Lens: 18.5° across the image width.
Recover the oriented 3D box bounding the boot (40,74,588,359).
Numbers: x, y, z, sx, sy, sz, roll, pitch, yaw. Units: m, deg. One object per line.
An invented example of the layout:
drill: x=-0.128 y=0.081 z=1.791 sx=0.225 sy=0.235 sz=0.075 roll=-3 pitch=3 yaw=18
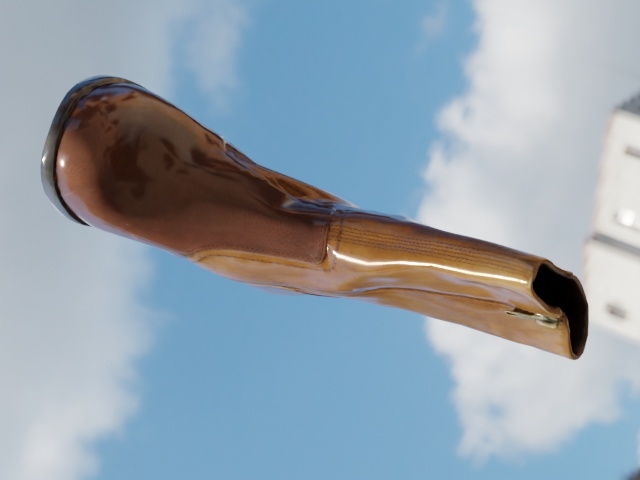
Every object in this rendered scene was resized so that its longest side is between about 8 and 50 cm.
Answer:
boot: x=0.000 y=0.000 z=1.158 sx=0.096 sy=0.280 sz=0.264 roll=-66 pitch=-30 yaw=-13
